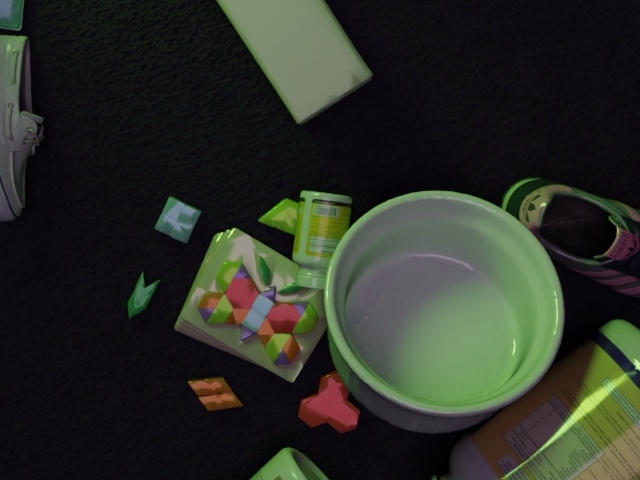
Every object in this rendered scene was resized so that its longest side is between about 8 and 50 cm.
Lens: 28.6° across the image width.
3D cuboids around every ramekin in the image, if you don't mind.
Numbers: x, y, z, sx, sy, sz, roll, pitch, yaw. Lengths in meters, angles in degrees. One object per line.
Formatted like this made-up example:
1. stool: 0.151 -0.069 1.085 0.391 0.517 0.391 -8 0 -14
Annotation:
1. ramekin: 0.136 0.094 1.485 0.277 0.135 0.277 2 64 -5

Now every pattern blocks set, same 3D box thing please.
1. pattern blocks set: -0.076 0.086 1.581 0.324 0.026 0.285 16 96 -4

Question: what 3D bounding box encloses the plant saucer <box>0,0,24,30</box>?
1. plant saucer: -0.454 -0.299 1.525 0.192 0.018 0.067 7 96 -2

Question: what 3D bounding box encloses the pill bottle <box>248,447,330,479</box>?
1. pill bottle: -0.080 0.379 1.562 0.229 0.131 0.131 -44 96 3

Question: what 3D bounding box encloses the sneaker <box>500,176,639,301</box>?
1. sneaker: 0.377 0.015 1.536 0.319 0.131 0.112 18 95 -4

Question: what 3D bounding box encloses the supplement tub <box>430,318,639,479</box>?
1. supplement tub: 0.307 0.282 1.511 0.331 0.241 0.241 -38 97 2

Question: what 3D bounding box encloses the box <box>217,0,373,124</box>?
1. box: -0.056 -0.281 1.504 0.113 0.094 0.275 -32 97 2

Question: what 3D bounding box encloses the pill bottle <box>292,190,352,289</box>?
1. pill bottle: 0.000 0.000 1.532 0.065 0.065 0.116 8 91 -3

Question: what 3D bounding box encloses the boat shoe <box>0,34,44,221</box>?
1. boat shoe: -0.371 -0.138 1.514 0.075 0.083 0.226 -7 96 0
